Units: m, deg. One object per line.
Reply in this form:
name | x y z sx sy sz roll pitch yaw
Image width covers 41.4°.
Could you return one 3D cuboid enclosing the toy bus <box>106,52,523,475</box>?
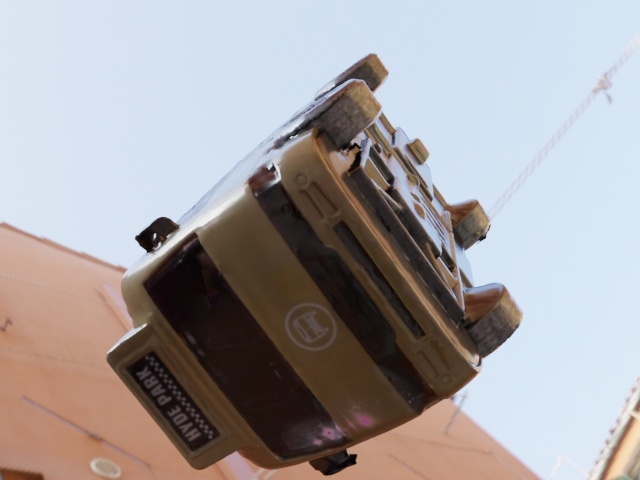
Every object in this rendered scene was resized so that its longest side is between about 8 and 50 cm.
toy bus | 0.000 0.000 0.469 0.157 0.289 0.139 -34 -79 14
